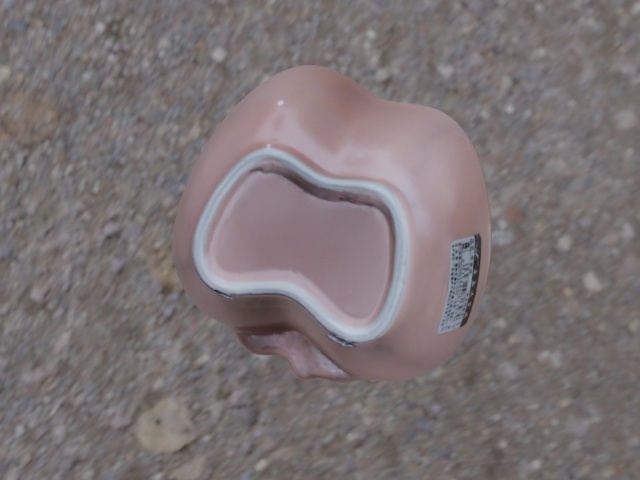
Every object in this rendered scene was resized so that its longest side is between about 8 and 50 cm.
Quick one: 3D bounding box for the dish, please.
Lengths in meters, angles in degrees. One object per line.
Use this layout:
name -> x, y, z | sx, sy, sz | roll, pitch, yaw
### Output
dish -> 0.000, 0.000, 1.110 | 0.213, 0.090, 0.213 | 2, 97, 14
